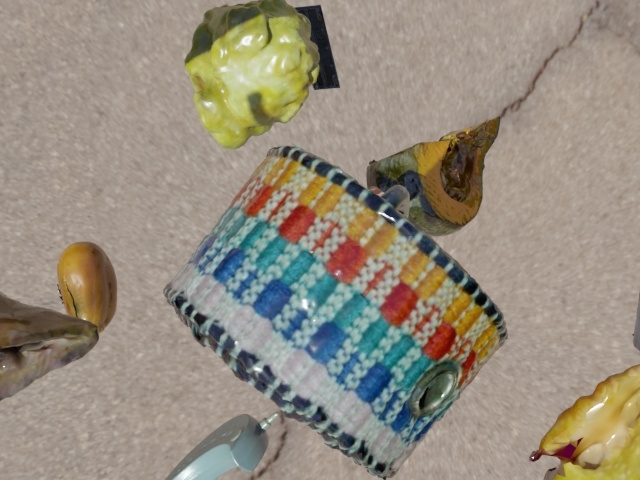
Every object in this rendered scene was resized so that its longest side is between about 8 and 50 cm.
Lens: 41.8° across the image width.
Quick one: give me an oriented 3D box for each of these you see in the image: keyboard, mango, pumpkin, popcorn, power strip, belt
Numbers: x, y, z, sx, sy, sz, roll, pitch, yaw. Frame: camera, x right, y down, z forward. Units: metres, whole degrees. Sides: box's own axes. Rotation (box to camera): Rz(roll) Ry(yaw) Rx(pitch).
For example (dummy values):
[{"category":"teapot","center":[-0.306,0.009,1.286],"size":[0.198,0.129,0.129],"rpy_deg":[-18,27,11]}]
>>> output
[{"category":"keyboard","center":[-0.008,-0.400,1.751],"size":[0.063,0.198,0.010],"rpy_deg":[-2,43,16]},{"category":"mango","center":[-0.388,0.082,1.390],"size":[0.084,0.105,0.160],"rpy_deg":[-11,74,24]},{"category":"pumpkin","center":[0.200,-0.143,1.514],"size":[0.190,0.139,0.281],"rpy_deg":[33,61,-29]},{"category":"popcorn","center":[-0.117,-0.306,1.458],"size":[0.241,0.250,0.235],"rpy_deg":[-23,120,16]},{"category":"power strip","center":[-0.164,0.356,1.376],"size":[0.253,0.167,0.054],"rpy_deg":[-38,99,25]},{"category":"belt","center":[0.020,0.043,0.596],"size":[0.206,0.295,0.160],"rpy_deg":[37,85,14]}]

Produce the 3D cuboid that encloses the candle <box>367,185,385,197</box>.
[{"category":"candle","center":[0.000,0.000,1.063],"size":[0.051,0.329,0.048],"rpy_deg":[51,131,4]}]

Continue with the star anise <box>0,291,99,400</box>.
[{"category":"star anise","center":[-0.321,0.052,0.530],"size":[0.349,0.109,0.293],"rpy_deg":[10,108,-26]}]

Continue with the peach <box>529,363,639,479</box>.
[{"category":"peach","center":[0.288,0.204,0.454],"size":[0.352,0.417,0.339],"rpy_deg":[14,46,10]}]

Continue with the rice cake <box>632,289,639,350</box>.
[{"category":"rice cake","center":[0.586,0.101,1.486],"size":[0.036,0.047,0.207],"rpy_deg":[-2,109,-7]}]
